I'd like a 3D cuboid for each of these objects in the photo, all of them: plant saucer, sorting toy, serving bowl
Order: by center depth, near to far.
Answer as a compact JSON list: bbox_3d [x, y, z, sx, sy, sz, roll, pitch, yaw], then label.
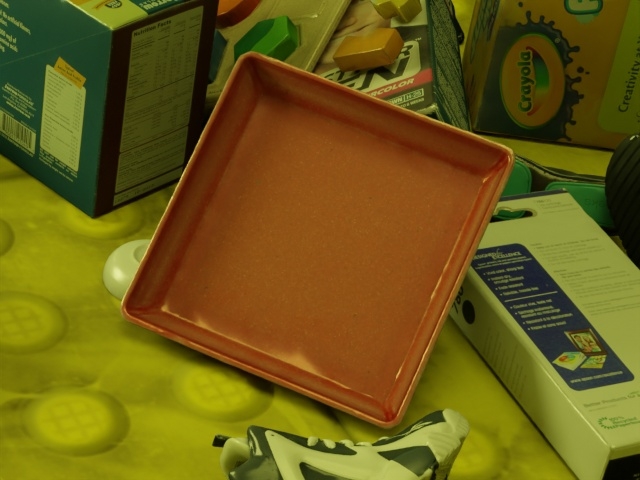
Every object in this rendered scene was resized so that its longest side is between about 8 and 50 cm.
[{"bbox_3d":[0.000,0.000,1.608,0.258,0.048,0.259,22,78,14],"label":"plant saucer"},{"bbox_3d":[-0.147,0.024,1.660,0.083,0.027,0.083,7,36,-5],"label":"serving bowl"},{"bbox_3d":[-0.030,-0.212,1.829,0.307,0.041,0.229,-6,41,41],"label":"sorting toy"}]

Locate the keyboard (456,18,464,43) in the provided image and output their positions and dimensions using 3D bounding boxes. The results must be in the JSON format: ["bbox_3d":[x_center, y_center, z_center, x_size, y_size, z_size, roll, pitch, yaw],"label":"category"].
[{"bbox_3d":[0.058,-0.237,2.093,0.192,0.038,0.100,-9,63,-28],"label":"keyboard"}]

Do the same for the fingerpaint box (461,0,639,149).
[{"bbox_3d":[0.367,-0.312,1.911,0.371,0.444,0.163,7,34,-5],"label":"fingerpaint box"}]

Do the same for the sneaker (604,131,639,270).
[{"bbox_3d":[0.402,0.022,1.734,0.330,0.122,0.146,46,35,17],"label":"sneaker"}]

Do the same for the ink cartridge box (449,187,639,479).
[{"bbox_3d":[0.224,0.079,1.652,0.165,0.065,0.332,-8,40,-25],"label":"ink cartridge box"}]

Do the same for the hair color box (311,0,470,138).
[{"bbox_3d":[0.043,-0.148,1.823,0.174,0.105,0.347,-21,32,13],"label":"hair color box"}]

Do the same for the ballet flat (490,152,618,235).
[{"bbox_3d":[0.206,-0.043,1.823,0.203,0.074,0.074,13,35,10],"label":"ballet flat"}]

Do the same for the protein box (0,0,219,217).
[{"bbox_3d":[-0.218,-0.169,1.761,0.200,0.201,0.136,33,40,29],"label":"protein box"}]

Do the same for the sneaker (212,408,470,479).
[{"bbox_3d":[0.001,0.171,1.432,0.153,0.094,0.235,34,50,16],"label":"sneaker"}]
